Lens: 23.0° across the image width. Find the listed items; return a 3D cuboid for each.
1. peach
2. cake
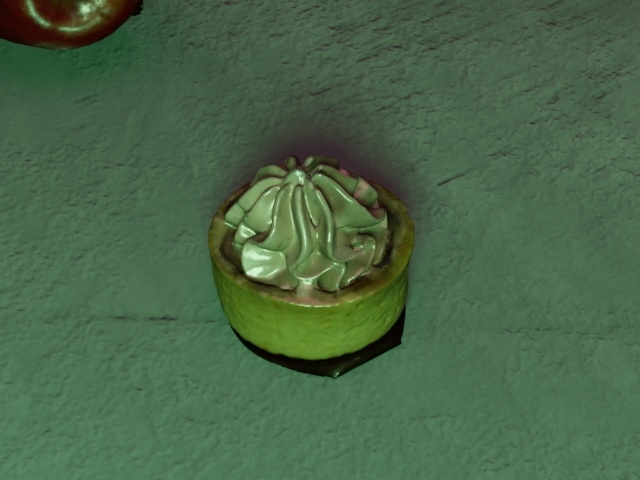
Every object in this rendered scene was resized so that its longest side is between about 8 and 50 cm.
[{"bbox_3d":[-0.329,-0.356,1.675,0.201,0.258,0.362,-20,57,-30],"label":"peach"},{"bbox_3d":[0.000,0.000,1.468,0.207,0.178,0.185,24,50,10],"label":"cake"}]
